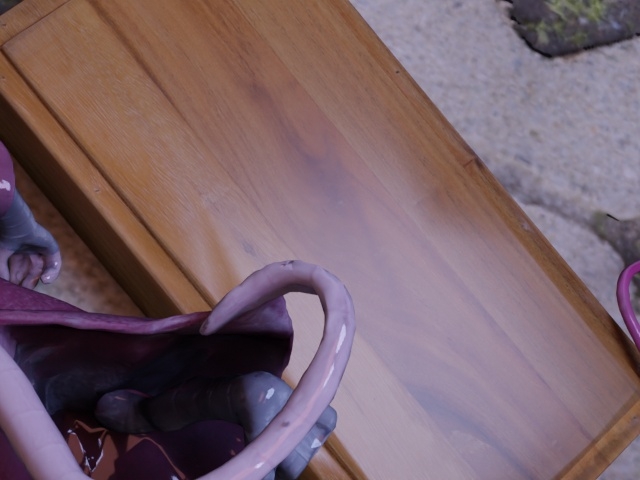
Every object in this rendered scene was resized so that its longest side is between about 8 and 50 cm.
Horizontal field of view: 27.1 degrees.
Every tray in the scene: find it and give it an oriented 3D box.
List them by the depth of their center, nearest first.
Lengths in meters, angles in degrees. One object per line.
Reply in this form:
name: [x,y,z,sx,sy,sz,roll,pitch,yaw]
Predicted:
tray: [0.000,0.000,0.774,0.203,0.076,0.411,-40,91,-22]

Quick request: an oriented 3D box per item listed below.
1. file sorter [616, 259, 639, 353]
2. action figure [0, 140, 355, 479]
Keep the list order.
file sorter: [0.343,0.020,0.733,0.202,0.291,0.182,-17,77,-45]
action figure: [-0.199,0.049,0.588,0.370,0.276,0.248,37,67,5]
